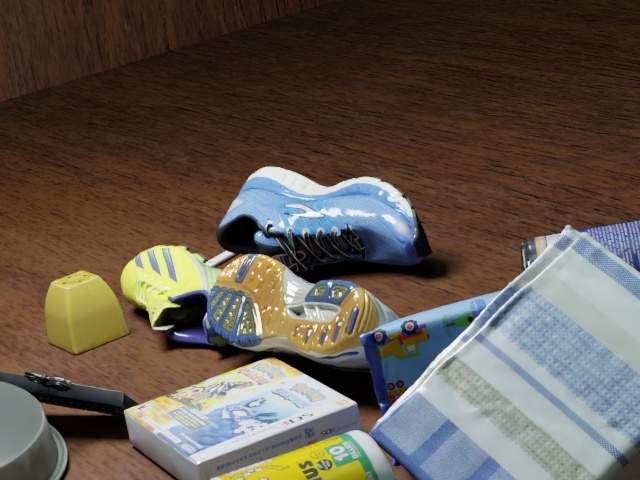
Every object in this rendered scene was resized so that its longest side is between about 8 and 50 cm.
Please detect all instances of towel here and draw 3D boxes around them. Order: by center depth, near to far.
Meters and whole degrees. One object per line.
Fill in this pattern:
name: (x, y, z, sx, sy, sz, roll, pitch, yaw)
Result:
towel: (0.205, 0.136, 1.684, 0.285, 0.034, 0.209, -44, 57, -10)

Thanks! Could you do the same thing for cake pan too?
cake pan: (-0.418, 0.226, 2.000, 0.293, 0.054, 0.293, -4, 23, 2)

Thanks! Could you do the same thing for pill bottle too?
pill bottle: (-0.040, 0.251, 1.650, 0.208, 0.117, 0.117, -17, 18, -17)
pill bottle: (0.335, 0.041, 2.056, 0.219, 0.122, 0.123, -9, 18, 8)

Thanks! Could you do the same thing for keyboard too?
keyboard: (-0.287, 0.172, 2.096, 0.180, 0.023, 0.108, 6, -19, 25)

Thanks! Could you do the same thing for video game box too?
video game box: (-0.083, 0.193, 1.977, 0.187, 0.048, 0.205, -17, 18, -24)

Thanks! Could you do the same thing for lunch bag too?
lunch bag: (0.160, 0.122, 1.904, 0.221, 0.138, 0.293, -15, 0, 1)

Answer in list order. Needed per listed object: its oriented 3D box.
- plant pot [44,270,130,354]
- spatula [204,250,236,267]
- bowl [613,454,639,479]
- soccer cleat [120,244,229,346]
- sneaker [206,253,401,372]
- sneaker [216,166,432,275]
plant pot: (-0.302, 0.086, 2.382, 0.081, 0.083, 0.081, -22, 21, -30)
spatula: (-0.035, -0.009, 2.616, 0.168, 0.019, 0.242, 4, 23, 38)
bowl: (0.245, 0.210, 1.706, 0.142, 0.053, 0.142, 4, 22, 38)
soccer cleat: (-0.181, 0.071, 2.340, 0.121, 0.093, 0.289, -26, 23, -33)
sneaker: (-0.012, 0.099, 2.126, 0.131, 0.111, 0.296, 32, -9, -38)
sneaker: (0.000, 0.000, 2.441, 0.330, 0.129, 0.147, 7, 43, 41)
